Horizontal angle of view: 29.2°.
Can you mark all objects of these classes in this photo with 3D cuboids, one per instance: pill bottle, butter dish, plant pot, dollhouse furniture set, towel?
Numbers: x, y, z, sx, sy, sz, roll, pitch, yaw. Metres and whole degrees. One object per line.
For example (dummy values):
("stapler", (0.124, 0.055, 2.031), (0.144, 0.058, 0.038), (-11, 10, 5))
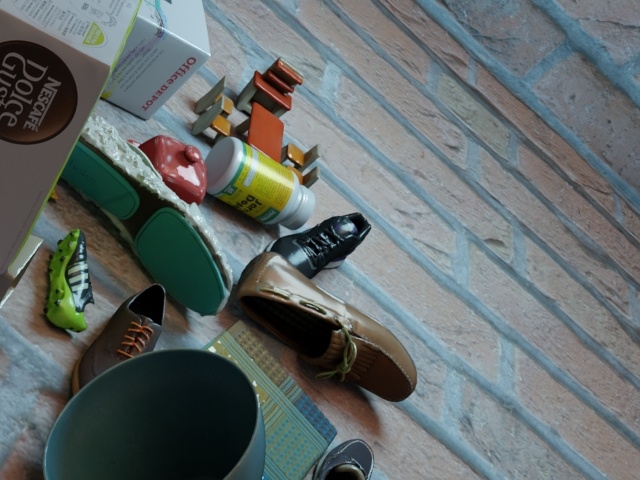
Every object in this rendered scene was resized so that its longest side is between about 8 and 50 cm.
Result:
("pill bottle", (-0.115, -0.101, 2.334), (0.208, 0.117, 0.117), (29, 35, -32))
("butter dish", (-0.255, -0.123, 2.168), (0.160, 0.118, 0.160), (29, 35, -32))
("plant pot", (-0.196, 0.314, 1.637), (0.290, 0.290, 0.195), (-90, 167, -49))
("dollhouse furniture set", (-0.108, -0.247, 2.490), (0.262, 0.135, 0.259), (35, 33, -24))
("plant pot", (-0.469, 0.036, 1.720), (0.096, 0.109, 0.109), (32, 32, -8))
("towel", (-0.129, 0.294, 1.945), (0.271, 0.040, 0.370), (50, 28, 0))

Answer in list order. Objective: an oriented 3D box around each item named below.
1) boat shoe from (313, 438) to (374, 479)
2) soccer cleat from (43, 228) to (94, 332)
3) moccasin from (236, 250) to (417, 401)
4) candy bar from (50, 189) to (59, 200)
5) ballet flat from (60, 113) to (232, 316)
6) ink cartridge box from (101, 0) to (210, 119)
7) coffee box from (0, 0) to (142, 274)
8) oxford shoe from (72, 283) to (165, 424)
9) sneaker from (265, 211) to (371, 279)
("boat shoe", (0.035, 0.399, 1.987), (0.103, 0.092, 0.285), (51, 30, 2))
("soccer cleat", (-0.375, 0.062, 1.863), (0.072, 0.060, 0.179), (39, 36, -37))
("moccasin", (0.013, 0.173, 2.175), (0.380, 0.139, 0.147), (41, 37, -19))
("candy bar", (-0.480, -0.093, 1.931), (0.161, 0.018, 0.040), (13, 42, -46))
("ballet flat", (-0.276, -0.060, 2.037), (0.409, 0.147, 0.147), (47, 30, -5))
("ink cartridge box", (-0.370, -0.393, 2.242), (0.270, 0.198, 0.197), (26, 36, -37))
("coffee box", (-0.473, -0.223, 1.657), (0.334, 0.337, 0.338), (27, 23, -14))
("oxford shoe", (-0.291, 0.158, 1.804), (0.097, 0.098, 0.271), (29, 32, -12))
("sneaker", (0.000, 0.000, 2.365), (0.107, 0.124, 0.283), (52, 30, 6))
